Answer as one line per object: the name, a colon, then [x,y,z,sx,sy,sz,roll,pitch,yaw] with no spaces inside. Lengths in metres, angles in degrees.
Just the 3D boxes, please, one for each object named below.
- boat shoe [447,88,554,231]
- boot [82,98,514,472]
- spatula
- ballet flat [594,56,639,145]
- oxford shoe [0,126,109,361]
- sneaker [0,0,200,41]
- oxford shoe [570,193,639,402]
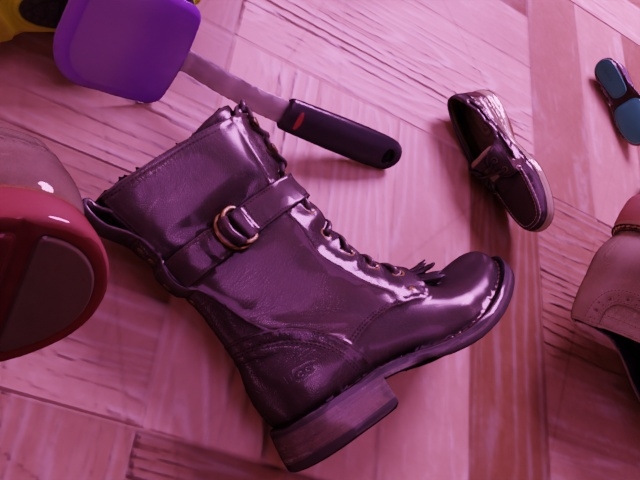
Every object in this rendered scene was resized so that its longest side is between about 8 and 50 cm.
boat shoe: [0.159,-0.072,0.695,0.049,0.056,0.152,-8,61,-31]
boot: [0.000,0.000,0.520,0.263,0.091,0.229,-31,86,-39]
spatula: [-0.049,-0.107,0.564,0.296,0.084,0.030,20,23,-33]
ballet flat: [0.358,-0.161,0.886,0.041,0.041,0.114,-6,70,-36]
oxford shoe: [-0.283,-0.005,0.341,0.348,0.123,0.130,2,38,-32]
sneaker: [-0.218,-0.193,0.488,0.295,0.109,0.123,-7,45,-33]
oxford shoe: [0.370,0.139,0.696,0.397,0.140,0.146,44,80,-12]
